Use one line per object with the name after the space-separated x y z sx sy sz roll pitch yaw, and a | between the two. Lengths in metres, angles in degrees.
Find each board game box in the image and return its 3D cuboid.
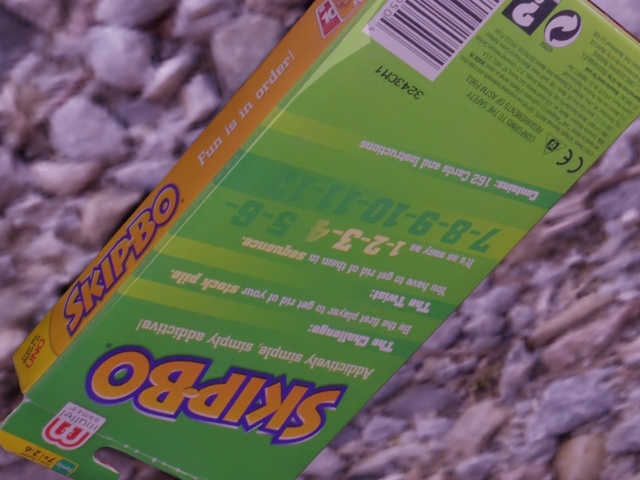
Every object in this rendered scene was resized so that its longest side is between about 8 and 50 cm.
0.000 0.000 0.644 0.124 0.039 0.259 31 106 -35 | board game box
